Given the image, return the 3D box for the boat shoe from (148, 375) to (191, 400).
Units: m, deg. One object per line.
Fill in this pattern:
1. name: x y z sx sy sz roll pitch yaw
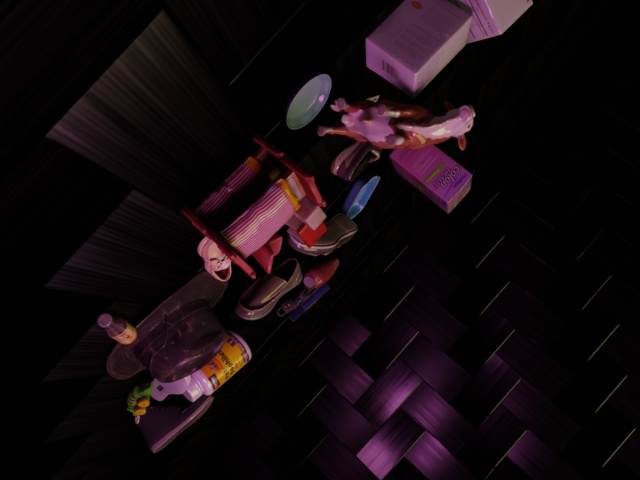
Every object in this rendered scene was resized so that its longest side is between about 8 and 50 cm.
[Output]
1. boat shoe: -0.383 0.353 1.366 0.219 0.077 0.070 -32 -170 46

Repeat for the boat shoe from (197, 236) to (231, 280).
1. boat shoe: -0.215 0.037 1.123 0.063 0.059 0.170 -43 164 -19

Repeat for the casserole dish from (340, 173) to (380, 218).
1. casserole dish: 0.119 -0.140 1.656 0.114 0.037 0.188 -33 160 -44

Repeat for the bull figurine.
1. bull figurine: 0.147 -0.235 1.065 0.189 0.311 0.101 -8 105 -46

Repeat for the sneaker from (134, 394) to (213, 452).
1. sneaker: -0.427 0.496 1.537 0.222 0.118 0.083 -38 165 -14

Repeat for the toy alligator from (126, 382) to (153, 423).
1. toy alligator: -0.479 0.424 1.372 0.052 0.056 0.189 13 130 -24

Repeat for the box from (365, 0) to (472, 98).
1. box: 0.193 -0.396 1.054 0.170 0.130 0.091 -46 164 -8

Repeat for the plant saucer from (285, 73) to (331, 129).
1. plant saucer: -0.027 -0.262 0.982 0.119 0.021 0.119 -45 164 -16

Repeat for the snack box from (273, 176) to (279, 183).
1. snack box: -0.143 -0.065 1.144 0.064 0.022 0.178 -27 154 -48

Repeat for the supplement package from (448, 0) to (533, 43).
1. supplement package: 0.315 -0.477 1.079 0.105 0.105 0.179 -44 -156 -13

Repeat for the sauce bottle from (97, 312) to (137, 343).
1. sauce bottle: -0.388 0.167 1.005 0.042 0.042 0.128 -44 163 -14

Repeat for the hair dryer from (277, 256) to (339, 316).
1. hair dryer: -0.047 0.155 1.903 0.294 0.080 0.223 -39 179 -13

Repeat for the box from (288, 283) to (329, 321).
1. box: -0.042 0.237 2.055 0.136 0.036 0.225 -40 173 -27

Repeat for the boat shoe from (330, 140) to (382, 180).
1. boat shoe: 0.123 -0.233 1.364 0.223 0.073 0.080 -43 164 -17

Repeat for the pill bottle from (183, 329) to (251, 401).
1. pill bottle: -0.315 0.369 1.550 0.215 0.117 0.117 -39 162 -32

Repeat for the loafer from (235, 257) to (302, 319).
1. loafer: -0.147 0.128 1.509 0.251 0.094 0.087 -42 152 -38

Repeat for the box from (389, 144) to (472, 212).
1. box: 0.364 -0.221 1.737 0.117 0.243 0.213 -50 165 4

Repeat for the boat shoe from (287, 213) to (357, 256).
1. boat shoe: 0.000 0.000 1.521 0.095 0.112 0.335 -53 163 27

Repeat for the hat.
1. hat: -0.308 0.230 1.207 0.331 0.134 0.331 -44 163 -17

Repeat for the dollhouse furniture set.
1. dollhouse furniture set: -0.087 -0.020 1.061 0.201 0.152 0.374 -47 156 -6

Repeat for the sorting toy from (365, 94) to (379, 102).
1. sorting toy: 0.111 -0.307 1.266 0.062 0.012 0.083 -34 159 -43
